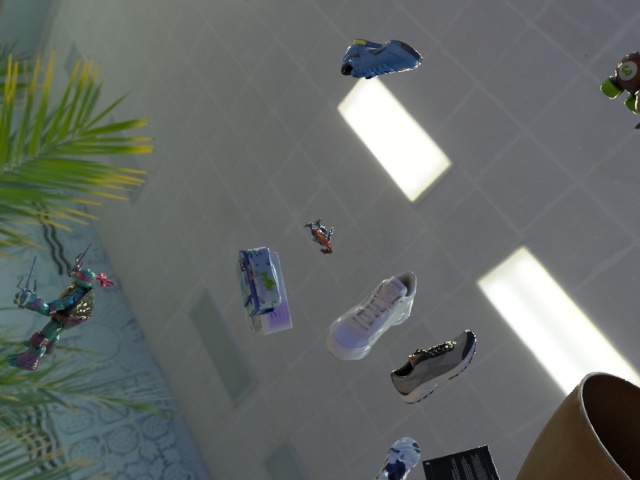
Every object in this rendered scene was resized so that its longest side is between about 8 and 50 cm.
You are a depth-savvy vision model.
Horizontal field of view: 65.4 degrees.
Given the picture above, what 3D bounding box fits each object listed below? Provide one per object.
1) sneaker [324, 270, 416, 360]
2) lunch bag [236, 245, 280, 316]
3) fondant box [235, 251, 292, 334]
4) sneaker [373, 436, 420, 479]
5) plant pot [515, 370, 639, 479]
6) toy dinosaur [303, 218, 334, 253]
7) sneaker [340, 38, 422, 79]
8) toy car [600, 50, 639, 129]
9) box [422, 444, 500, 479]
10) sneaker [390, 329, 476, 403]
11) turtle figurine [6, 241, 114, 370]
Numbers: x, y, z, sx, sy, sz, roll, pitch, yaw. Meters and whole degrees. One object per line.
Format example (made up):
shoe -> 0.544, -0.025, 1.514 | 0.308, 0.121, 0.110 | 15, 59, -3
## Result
sneaker -> 0.121, 0.163, 1.174 | 0.114, 0.305, 0.152 | 36, -47, 24
lunch bag -> -0.172, 0.118, 1.367 | 0.219, 0.090, 0.176 | 135, -58, -72
fondant box -> -0.197, 0.181, 1.651 | 0.330, 0.096, 0.238 | 154, -75, -72
sneaker -> 0.220, 0.728, 1.544 | 0.094, 0.235, 0.153 | 30, -53, 9
plant pot -> 0.411, 0.373, 0.752 | 0.237, 0.237, 0.254 | 48, -53, 28
toy dinosaur -> 0.000, 0.000, 0.969 | 0.047, 0.090, 0.082 | -23, -69, 17
sneaker -> 0.116, -0.351, 0.999 | 0.209, 0.069, 0.082 | 31, -91, 50
toy car -> 0.754, -0.338, 1.141 | 0.149, 0.188, 0.155 | 28, -37, -7
box -> 0.377, 0.672, 1.253 | 0.184, 0.261, 0.103 | -16, -62, 8
sneaker -> 0.315, 0.337, 1.386 | 0.271, 0.100, 0.108 | -38, -82, 3
turtle figurine -> -0.489, 0.120, 0.935 | 0.118, 0.175, 0.234 | 31, -85, 6
